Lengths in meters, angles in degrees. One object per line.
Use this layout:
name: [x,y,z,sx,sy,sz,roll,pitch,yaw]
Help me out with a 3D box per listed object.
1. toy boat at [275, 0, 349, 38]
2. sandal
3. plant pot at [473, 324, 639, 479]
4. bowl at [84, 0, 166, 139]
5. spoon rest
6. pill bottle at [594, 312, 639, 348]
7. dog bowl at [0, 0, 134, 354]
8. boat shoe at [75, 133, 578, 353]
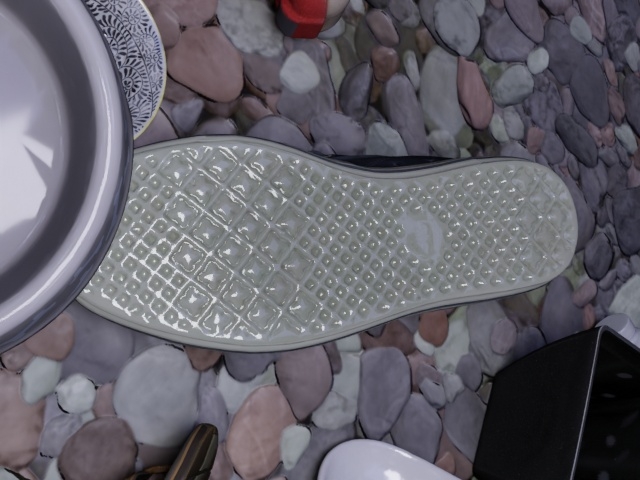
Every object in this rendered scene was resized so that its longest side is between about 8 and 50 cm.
toy boat: [-0.061,-0.306,0.911,0.151,0.151,0.231,-11,88,-9]
sandal: [-0.156,0.234,0.764,0.060,0.090,0.219,31,70,13]
plant pot: [0.278,0.218,1.026,0.188,0.167,0.188,31,64,-28]
bowl: [-0.219,-0.143,0.777,0.170,0.080,0.170,8,76,-35]
spoon rest: [0.123,0.272,0.910,0.276,0.084,0.137,25,34,-12]
pill bottle: [0.391,0.152,1.186,0.067,0.067,0.120,-47,109,-33]
dog bowl: [-0.291,-0.072,0.631,0.348,0.102,0.349,-1,92,-18]
boat shoe: [0.000,0.000,0.875,0.499,0.156,0.187,-4,88,-26]
